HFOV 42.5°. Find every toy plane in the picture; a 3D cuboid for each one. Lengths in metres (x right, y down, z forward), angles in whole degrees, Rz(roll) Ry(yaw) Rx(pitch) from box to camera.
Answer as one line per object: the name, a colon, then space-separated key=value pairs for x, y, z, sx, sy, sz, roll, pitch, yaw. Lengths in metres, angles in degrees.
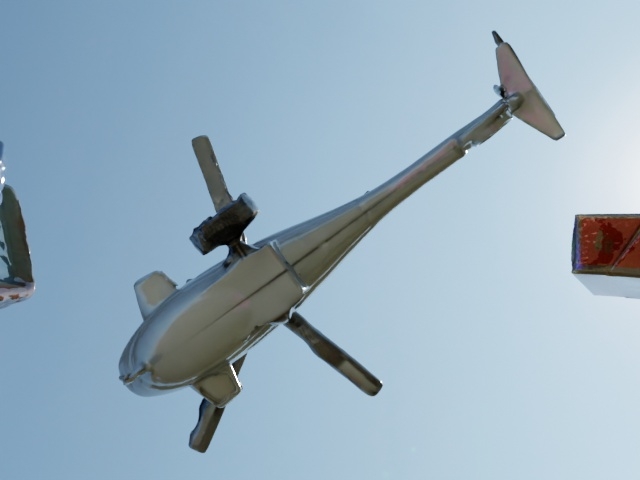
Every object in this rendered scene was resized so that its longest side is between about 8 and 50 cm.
toy plane: x=0.008 y=0.008 z=0.446 sx=0.273 sy=0.107 sz=0.181 roll=-18 pitch=-87 yaw=12

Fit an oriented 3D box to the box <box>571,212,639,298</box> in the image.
box: x=0.282 y=0.017 z=0.600 sx=0.112 sy=0.175 sz=0.048 roll=25 pitch=-109 yaw=-61

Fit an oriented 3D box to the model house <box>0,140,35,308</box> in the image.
model house: x=-0.401 y=0.004 z=0.783 sx=0.295 sy=0.251 sz=0.329 roll=-20 pitch=-55 yaw=11
